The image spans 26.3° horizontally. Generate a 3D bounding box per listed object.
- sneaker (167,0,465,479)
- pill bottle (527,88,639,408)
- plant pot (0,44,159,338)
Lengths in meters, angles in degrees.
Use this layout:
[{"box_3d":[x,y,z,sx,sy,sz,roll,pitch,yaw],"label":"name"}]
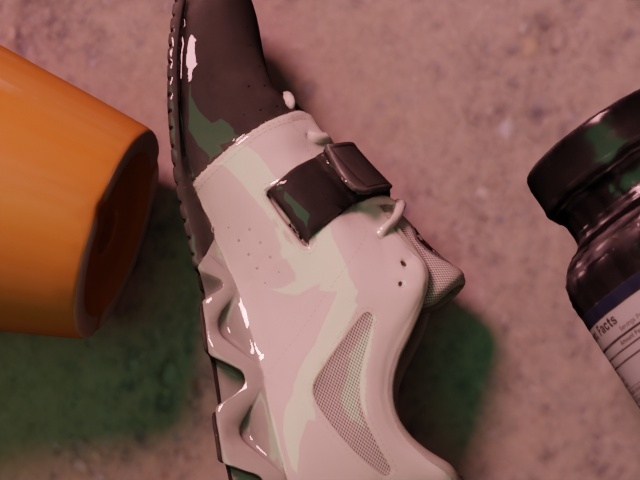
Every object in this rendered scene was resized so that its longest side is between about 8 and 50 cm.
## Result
[{"box_3d":[0.000,0.000,0.759,0.146,0.122,0.331,-12,82,4],"label":"sneaker"},{"box_3d":[0.197,0.036,0.659,0.123,0.123,0.219,-35,75,18],"label":"pill bottle"},{"box_3d":[-0.204,-0.031,0.799,0.188,0.205,0.205,18,95,7],"label":"plant pot"}]
